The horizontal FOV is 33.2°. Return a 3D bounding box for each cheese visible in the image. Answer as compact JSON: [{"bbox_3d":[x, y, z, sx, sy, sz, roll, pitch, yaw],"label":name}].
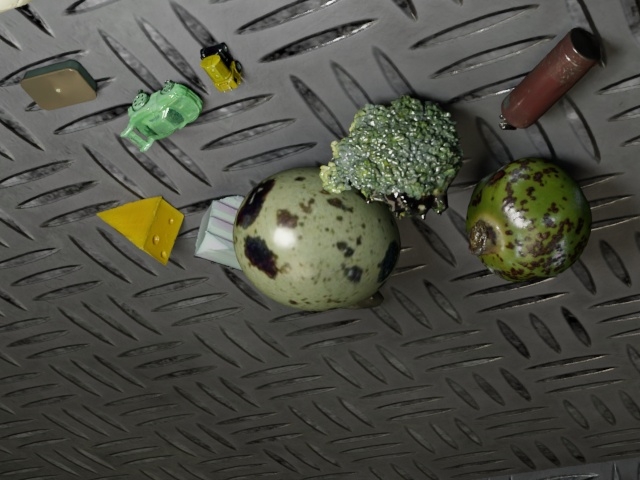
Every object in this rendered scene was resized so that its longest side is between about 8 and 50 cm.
[{"bbox_3d":[-0.406,-0.027,2.347,0.171,0.126,0.093,6,158,32],"label":"cheese"}]

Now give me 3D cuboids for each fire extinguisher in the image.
[{"bbox_3d":[0.395,-0.268,1.899,0.089,0.072,0.268,-20,162,-36],"label":"fire extinguisher"}]

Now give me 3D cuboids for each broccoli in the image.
[{"bbox_3d":[0.136,-0.136,2.008,0.263,0.247,0.243,-37,180,-4],"label":"broccoli"}]

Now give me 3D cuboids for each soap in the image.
[{"bbox_3d":[-0.157,-0.005,2.285,0.230,0.145,0.091,22,143,-25],"label":"soap"}]

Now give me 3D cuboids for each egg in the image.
[{"bbox_3d":[0.000,0.000,2.142,0.379,0.288,0.287,10,149,-34],"label":"egg"}]

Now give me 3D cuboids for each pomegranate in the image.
[{"bbox_3d":[0.393,-0.035,2.085,0.270,0.254,0.254,-16,160,-35],"label":"pomegranate"}]

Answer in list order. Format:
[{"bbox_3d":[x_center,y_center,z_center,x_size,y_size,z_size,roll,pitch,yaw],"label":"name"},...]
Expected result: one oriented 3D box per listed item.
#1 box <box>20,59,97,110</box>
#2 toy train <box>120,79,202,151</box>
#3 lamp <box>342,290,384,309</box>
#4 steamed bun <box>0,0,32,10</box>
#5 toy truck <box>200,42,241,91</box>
[{"bbox_3d":[-0.484,-0.289,1.990,0.126,0.031,0.091,-10,144,22],"label":"box"},{"bbox_3d":[-0.295,-0.233,2.010,0.149,0.081,0.099,-18,140,31],"label":"toy train"},{"bbox_3d":[0.037,0.110,2.485,0.250,0.101,0.101,19,144,-27],"label":"lamp"},{"bbox_3d":[-0.504,-0.458,1.542,0.272,0.273,0.290,-18,122,-21],"label":"steamed bun"},{"bbox_3d":[-0.177,-0.305,1.911,0.049,0.054,0.083,-11,145,22],"label":"toy truck"}]
